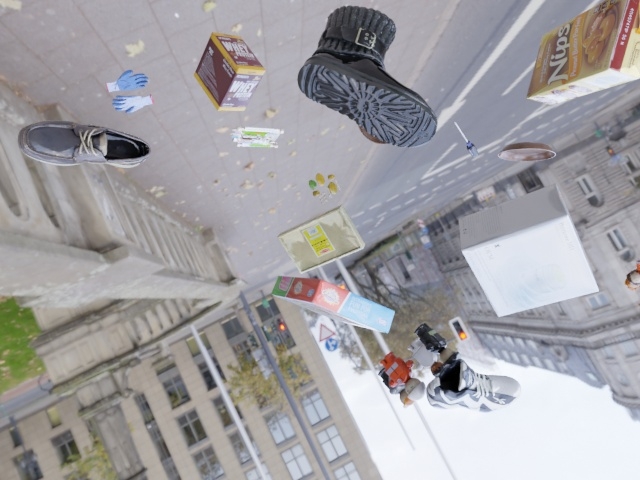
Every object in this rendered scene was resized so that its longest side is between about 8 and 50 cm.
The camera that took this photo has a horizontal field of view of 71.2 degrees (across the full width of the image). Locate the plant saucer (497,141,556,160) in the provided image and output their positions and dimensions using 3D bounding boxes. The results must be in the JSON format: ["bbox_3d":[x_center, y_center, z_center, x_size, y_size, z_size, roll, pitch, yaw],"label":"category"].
[{"bbox_3d":[0.654,-0.283,1.420,0.168,0.029,0.168,5,177,0],"label":"plant saucer"}]

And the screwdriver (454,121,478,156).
[{"bbox_3d":[0.402,-0.277,1.229,0.024,0.025,0.170,-49,142,7],"label":"screwdriver"}]

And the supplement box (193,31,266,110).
[{"bbox_3d":[-0.336,-0.615,1.643,0.129,0.191,0.194,-18,157,-47],"label":"supplement box"}]

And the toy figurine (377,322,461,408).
[{"bbox_3d":[0.283,0.369,1.290,0.213,0.148,0.210,-35,153,-19],"label":"toy figurine"}]

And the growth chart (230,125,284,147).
[{"bbox_3d":[-0.211,-0.340,1.474,0.171,0.021,0.237,-3,179,-13],"label":"growth chart"}]

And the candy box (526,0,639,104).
[{"bbox_3d":[0.662,-0.466,1.118,0.087,0.183,0.316,13,-176,-9],"label":"candy box"}]

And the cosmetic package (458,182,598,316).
[{"bbox_3d":[0.469,0.029,1.020,0.224,0.224,0.138,-23,-153,27],"label":"cosmetic package"}]

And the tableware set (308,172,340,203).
[{"bbox_3d":[0.012,-0.202,1.645,0.024,0.104,0.154,-15,-162,39],"label":"tableware set"}]

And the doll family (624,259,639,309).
[{"bbox_3d":[0.923,0.138,1.188,0.163,0.263,0.118,-36,177,36],"label":"doll family"}]

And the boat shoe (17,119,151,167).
[{"bbox_3d":[-0.662,-0.286,1.293,0.130,0.133,0.355,-3,-176,40],"label":"boat shoe"}]

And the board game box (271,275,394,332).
[{"bbox_3d":[0.024,0.178,1.281,0.316,0.242,0.064,-5,-118,64],"label":"board game box"}]

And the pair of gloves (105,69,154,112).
[{"bbox_3d":[-0.736,-0.574,1.727,0.159,0.023,0.198,-19,156,-16],"label":"pair of gloves"}]

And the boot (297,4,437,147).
[{"bbox_3d":[0.139,-0.393,1.041,0.260,0.347,0.131,-64,-174,-33],"label":"boot"}]

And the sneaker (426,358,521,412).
[{"bbox_3d":[0.381,0.354,1.099,0.234,0.094,0.153,-1,144,11],"label":"sneaker"}]

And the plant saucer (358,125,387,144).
[{"bbox_3d":[0.221,-0.418,1.494,0.198,0.199,0.036,-29,171,16],"label":"plant saucer"}]

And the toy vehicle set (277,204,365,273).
[{"bbox_3d":[0.000,0.000,1.566,0.266,0.166,0.035,-23,-162,25],"label":"toy vehicle set"}]
